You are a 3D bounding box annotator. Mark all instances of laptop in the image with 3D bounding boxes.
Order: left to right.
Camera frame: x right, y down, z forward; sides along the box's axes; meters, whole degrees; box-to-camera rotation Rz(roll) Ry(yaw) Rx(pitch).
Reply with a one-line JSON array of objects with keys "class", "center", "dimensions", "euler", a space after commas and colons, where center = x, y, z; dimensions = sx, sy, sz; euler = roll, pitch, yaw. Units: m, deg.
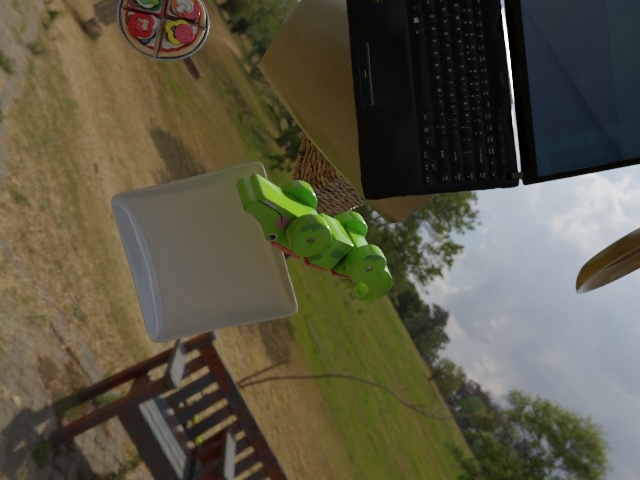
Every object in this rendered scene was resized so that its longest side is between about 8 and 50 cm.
[{"class": "laptop", "center": [0.167, -0.172, 0.572], "dimensions": [0.136, 0.264, 0.234], "euler": [82, 3, -87]}]

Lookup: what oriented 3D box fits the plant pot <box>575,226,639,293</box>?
[{"class": "plant pot", "center": [0.525, 0.015, 0.974], "dimensions": [0.032, 0.236, 0.236], "euler": [63, 0, 23]}]

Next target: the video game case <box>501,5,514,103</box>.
[{"class": "video game case", "center": [0.270, -0.382, 1.295], "dimensions": [0.025, 0.285, 0.204], "euler": [-46, 127, -48]}]

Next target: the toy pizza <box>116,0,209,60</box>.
[{"class": "toy pizza", "center": [-0.350, -0.499, 1.313], "dimensions": [0.201, 0.201, 0.032], "euler": [63, -18, 2]}]

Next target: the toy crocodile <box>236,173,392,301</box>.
[{"class": "toy crocodile", "center": [0.000, 0.000, 0.929], "dimensions": [0.340, 0.105, 0.115], "euler": [28, 25, -41]}]

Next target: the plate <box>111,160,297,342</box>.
[{"class": "plate", "center": [-0.201, 0.023, 1.041], "dimensions": [0.045, 0.278, 0.277], "euler": [-72, 149, -80]}]

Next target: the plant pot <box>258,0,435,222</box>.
[{"class": "plant pot", "center": [0.063, -0.207, 0.805], "dimensions": [0.274, 0.256, 0.256], "euler": [36, 5, -11]}]

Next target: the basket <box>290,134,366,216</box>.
[{"class": "basket", "center": [0.047, -0.225, 1.773], "dimensions": [0.299, 0.223, 0.213], "euler": [16, 56, -57]}]
